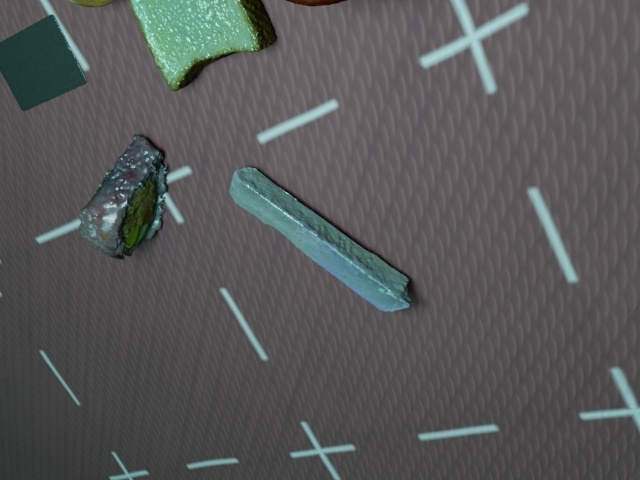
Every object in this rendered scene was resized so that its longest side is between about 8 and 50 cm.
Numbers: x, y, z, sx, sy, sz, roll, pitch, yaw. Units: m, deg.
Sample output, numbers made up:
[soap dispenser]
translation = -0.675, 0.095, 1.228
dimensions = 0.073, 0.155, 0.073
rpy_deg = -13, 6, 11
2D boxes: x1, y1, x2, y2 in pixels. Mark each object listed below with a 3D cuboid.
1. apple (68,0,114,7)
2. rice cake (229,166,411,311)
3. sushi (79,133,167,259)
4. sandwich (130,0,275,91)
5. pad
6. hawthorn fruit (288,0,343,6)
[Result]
[apple]
translation = -0.383, -0.483, 1.078
dimensions = 0.199, 0.199, 0.199
rpy_deg = 12, 122, 20
[rice cake]
translation = 0.000, -0.001, 1.230
dimensions = 0.399, 0.064, 0.070
rpy_deg = 36, 137, 3
[sushi]
translation = -0.394, -0.075, 1.320
dimensions = 0.107, 0.161, 0.241
rpy_deg = 27, 127, 12
[sandwich]
translation = -0.200, -0.370, 1.113
dimensions = 0.214, 0.065, 0.186
rpy_deg = -12, 112, 31
[pad]
translation = -0.572, -0.353, 1.346
dimensions = 0.211, 0.003, 0.143
rpy_deg = -11, 112, 31
[hawthorn fruit]
translation = 0.038, -0.437, 0.849
dimensions = 0.307, 0.265, 0.265
rpy_deg = 1, 120, 3
